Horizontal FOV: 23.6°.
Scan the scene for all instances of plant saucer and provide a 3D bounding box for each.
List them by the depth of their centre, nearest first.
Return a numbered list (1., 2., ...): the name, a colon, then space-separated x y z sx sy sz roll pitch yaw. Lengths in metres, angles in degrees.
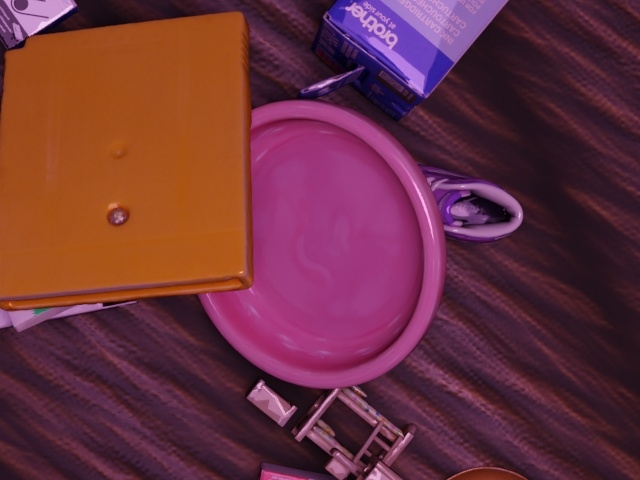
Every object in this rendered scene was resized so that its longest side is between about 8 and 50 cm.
1. plant saucer: 0.000 0.000 1.738 0.332 0.084 0.332 8 107 28

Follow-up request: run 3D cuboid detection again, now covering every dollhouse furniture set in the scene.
1. dollhouse furniture set: 0.019 0.204 1.767 0.182 0.161 0.101 39 87 -5

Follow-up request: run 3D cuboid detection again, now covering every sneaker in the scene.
1. sneaker: 0.098 -0.054 1.775 0.282 0.161 0.102 6 91 -4

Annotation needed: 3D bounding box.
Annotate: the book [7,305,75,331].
1. book: -0.321 0.020 1.703 0.096 0.035 0.144 -26 67 -8

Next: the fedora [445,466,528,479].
1. fedora: 0.202 0.371 1.827 0.194 0.079 0.194 0 91 -5

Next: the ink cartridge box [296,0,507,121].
1. ink cartridge box: 0.131 -0.288 1.719 0.151 0.270 0.395 38 87 -2

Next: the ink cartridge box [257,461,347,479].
1. ink cartridge box: -0.033 0.350 1.813 0.109 0.063 0.150 12 90 -5

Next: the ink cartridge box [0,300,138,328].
1. ink cartridge box: -0.305 0.060 1.764 0.181 0.104 0.061 -10 88 -6

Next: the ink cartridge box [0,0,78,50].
1. ink cartridge box: -0.381 -0.329 1.783 0.097 0.046 0.207 -36 93 -5

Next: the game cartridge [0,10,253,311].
1. game cartridge: -0.215 -0.089 1.684 0.285 0.053 0.324 -5 66 9
